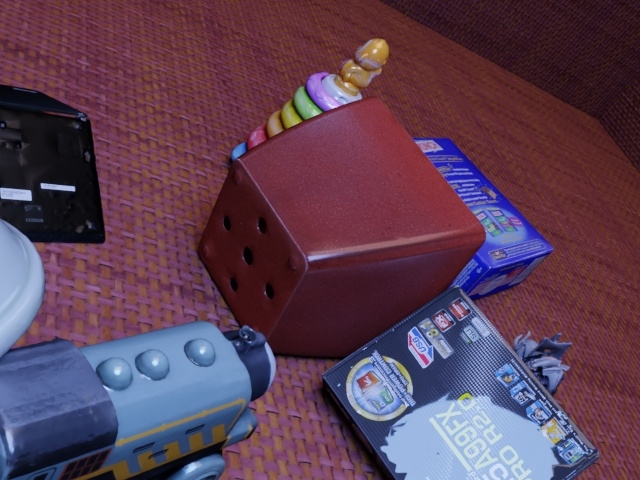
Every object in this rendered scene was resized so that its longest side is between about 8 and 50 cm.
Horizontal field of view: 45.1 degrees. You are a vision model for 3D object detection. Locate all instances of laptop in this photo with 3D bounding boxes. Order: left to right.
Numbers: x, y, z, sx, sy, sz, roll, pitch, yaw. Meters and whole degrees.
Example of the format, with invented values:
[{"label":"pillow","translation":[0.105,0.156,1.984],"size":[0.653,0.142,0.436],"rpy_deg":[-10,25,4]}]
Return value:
[{"label":"laptop","translation":[-0.411,-0.108,0.936],"size":[0.234,0.137,0.264],"rpy_deg":[1,72,-45]}]

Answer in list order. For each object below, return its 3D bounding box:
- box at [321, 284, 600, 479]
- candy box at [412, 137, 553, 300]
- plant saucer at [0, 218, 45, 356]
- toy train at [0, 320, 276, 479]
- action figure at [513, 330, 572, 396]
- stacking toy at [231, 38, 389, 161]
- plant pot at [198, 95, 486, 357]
[{"label":"box","translation":[0.164,0.219,0.940],"size":[0.216,0.060,0.270],"rpy_deg":[-31,67,-14]},{"label":"candy box","translation":[0.242,-0.048,1.437],"size":[0.268,0.122,0.317],"rpy_deg":[-9,55,-50]},{"label":"plant saucer","translation":[-0.404,0.006,0.533],"size":[0.401,0.100,0.400],"rpy_deg":[5,24,-2]},{"label":"toy train","translation":[-0.178,0.160,0.644],"size":[0.334,0.190,0.142],"rpy_deg":[-6,49,-50]},{"label":"action figure","translation":[0.290,0.246,1.049],"size":[0.099,0.185,0.285],"rpy_deg":[2,51,3]},{"label":"stacking toy","translation":[0.008,-0.197,1.210],"size":[0.166,0.302,0.175],"rpy_deg":[45,32,10]},{"label":"plant pot","translation":[0.000,0.000,1.007],"size":[0.236,0.267,0.267],"rpy_deg":[-12,56,-38]}]
